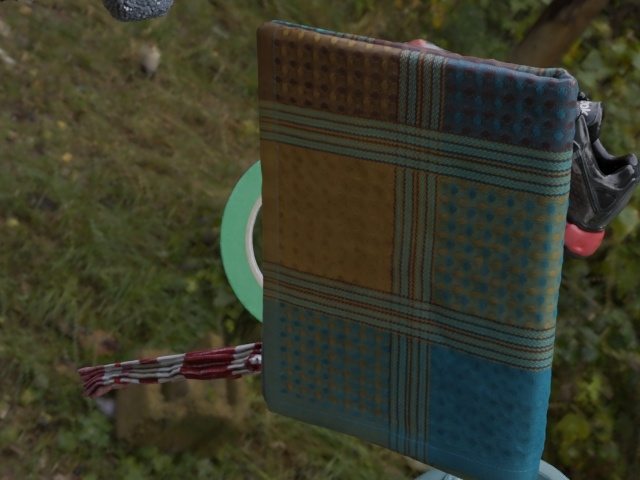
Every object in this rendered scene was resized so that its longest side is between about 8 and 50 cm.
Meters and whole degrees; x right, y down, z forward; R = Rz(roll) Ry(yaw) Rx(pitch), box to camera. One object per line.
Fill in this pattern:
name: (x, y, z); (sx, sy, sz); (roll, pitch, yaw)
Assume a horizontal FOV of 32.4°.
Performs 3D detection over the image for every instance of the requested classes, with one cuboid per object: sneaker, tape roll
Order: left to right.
tape roll: (0.000, 0.000, 1.771); (0.321, 0.321, 0.077); (36, 0, -1)
sneaker: (0.191, -0.111, 1.049); (0.276, 0.135, 0.097); (41, 29, -3)

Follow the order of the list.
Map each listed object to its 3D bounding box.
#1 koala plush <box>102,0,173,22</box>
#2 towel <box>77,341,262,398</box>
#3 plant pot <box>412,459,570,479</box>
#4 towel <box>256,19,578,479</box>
koala plush: (-0.137, -0.375, 1.244); (0.221, 0.203, 0.196); (-8, 68, -31)
towel: (-0.093, 0.138, 1.271); (0.237, 0.329, 0.037); (-4, 83, -45)
plant pot: (0.193, 0.358, 1.228); (0.293, 0.196, 0.293); (7, 45, -7)
towel: (0.066, 0.019, 0.898); (0.271, 0.370, 0.040); (16, 32, 27)
